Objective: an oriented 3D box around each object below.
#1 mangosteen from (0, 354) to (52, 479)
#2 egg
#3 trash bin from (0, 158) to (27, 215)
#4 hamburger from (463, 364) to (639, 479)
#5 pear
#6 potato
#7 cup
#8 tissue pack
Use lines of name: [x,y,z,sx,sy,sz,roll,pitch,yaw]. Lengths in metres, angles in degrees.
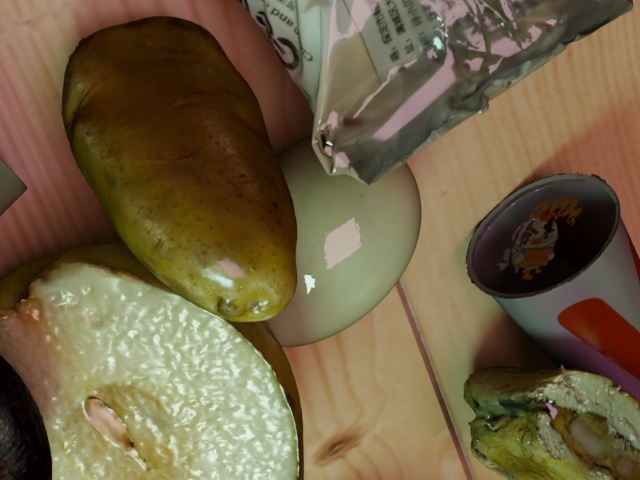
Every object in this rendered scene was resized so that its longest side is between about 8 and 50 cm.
mangosteen: [-0.393,0.215,0.953,0.330,0.330,0.330,-6,105,-22]
egg: [0.000,0.000,1.206,0.188,0.188,0.254,34,87,-26]
trash bin: [-0.425,-0.034,1.028,0.247,0.121,0.243,-44,144,-10]
hamburger: [0.289,0.244,1.381,0.309,0.211,0.132,37,70,-32]
pear: [-0.165,0.163,1.148,0.340,0.191,0.386,-25,106,21]
potato: [-0.129,-0.071,1.061,0.176,0.369,0.195,-31,141,4]
cup: [0.334,0.082,1.384,0.203,0.203,0.288,-43,122,-8]
tissue pack: [0.083,-0.299,1.119,0.390,0.195,0.375,-32,86,-9]
